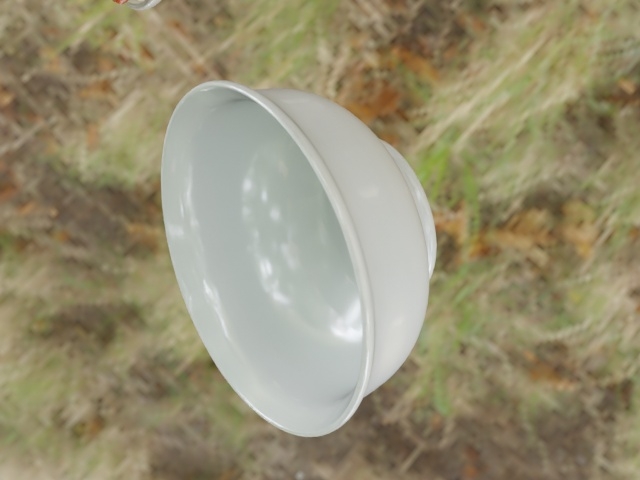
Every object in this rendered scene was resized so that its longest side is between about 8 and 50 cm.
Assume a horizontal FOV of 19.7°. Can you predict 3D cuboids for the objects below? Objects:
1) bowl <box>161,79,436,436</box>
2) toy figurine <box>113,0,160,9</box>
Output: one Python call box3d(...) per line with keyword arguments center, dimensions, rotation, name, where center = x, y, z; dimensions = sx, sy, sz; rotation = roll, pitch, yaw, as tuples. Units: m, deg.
box3d(center=(0.000, 0.000, 1.496), dimensions=(0.298, 0.134, 0.298), rotation=(34, 132, 47), name="bowl")
box3d(center=(-0.159, -0.338, 1.801), dimensions=(0.213, 0.148, 0.209), rotation=(-9, 79, 40), name="toy figurine")
